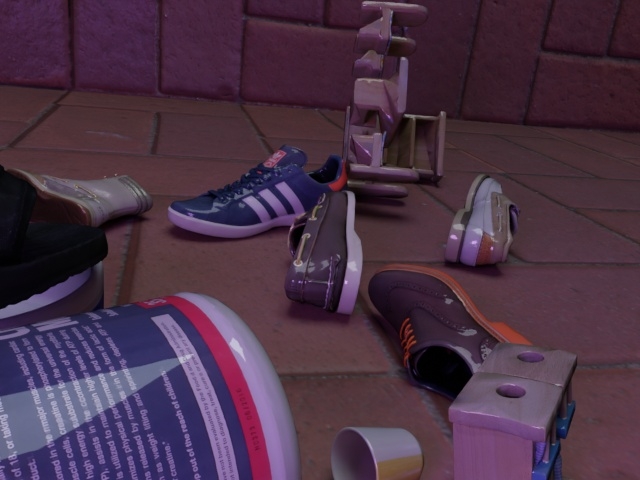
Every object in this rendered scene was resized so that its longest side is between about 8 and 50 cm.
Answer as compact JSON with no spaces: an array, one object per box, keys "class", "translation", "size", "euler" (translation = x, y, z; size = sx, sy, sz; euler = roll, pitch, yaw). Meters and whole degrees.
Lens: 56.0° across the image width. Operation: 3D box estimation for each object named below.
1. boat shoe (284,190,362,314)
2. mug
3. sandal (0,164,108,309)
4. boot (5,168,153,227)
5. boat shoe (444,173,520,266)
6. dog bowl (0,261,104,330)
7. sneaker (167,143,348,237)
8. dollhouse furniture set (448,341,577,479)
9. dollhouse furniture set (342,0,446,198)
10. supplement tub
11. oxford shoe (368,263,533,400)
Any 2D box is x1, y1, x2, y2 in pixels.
[{"class":"boat shoe","translation":[0.000,0.000,0.901],"size":[0.096,0.117,0.324],"euler":[8,26,-5]},{"class":"mug","translation":[0.052,0.190,0.497],"size":[0.064,0.078,0.062],"euler":[3,-14,-35]},{"class":"sandal","translation":[-0.285,-0.004,0.425],"size":[0.167,0.107,0.446],"euler":[-2,7,4]},{"class":"boot","translation":[-0.418,-0.080,1.040],"size":[0.213,0.077,0.165],"euler":[21,25,23]},{"class":"boat shoe","translation":[0.308,-0.033,1.103],"size":[0.103,0.113,0.302],"euler":[15,32,18]},{"class":"dog bowl","translation":[-0.356,0.073,0.601],"size":[0.264,0.104,0.265],"euler":[6,21,-2]},{"class":"sneaker","translation":[-0.102,-0.097,1.078],"size":[0.350,0.148,0.131],"euler":[-8,24,-33]},{"class":"dollhouse furniture set","translation":[0.203,0.167,0.432],"size":[0.183,0.129,0.129],"euler":[4,16,31]},{"class":"dollhouse furniture set","translation":[0.191,-0.273,1.380],"size":[0.256,0.362,0.394],"euler":[4,-10,-1]},{"class":"supplement tub","translation":[-0.166,0.143,0.341],"size":[0.272,0.191,0.191],"euler":[-9,25,-38]},{"class":"oxford shoe","translation":[0.126,0.103,0.687],"size":[0.098,0.097,0.271],"euler":[-13,27,-29]}]
